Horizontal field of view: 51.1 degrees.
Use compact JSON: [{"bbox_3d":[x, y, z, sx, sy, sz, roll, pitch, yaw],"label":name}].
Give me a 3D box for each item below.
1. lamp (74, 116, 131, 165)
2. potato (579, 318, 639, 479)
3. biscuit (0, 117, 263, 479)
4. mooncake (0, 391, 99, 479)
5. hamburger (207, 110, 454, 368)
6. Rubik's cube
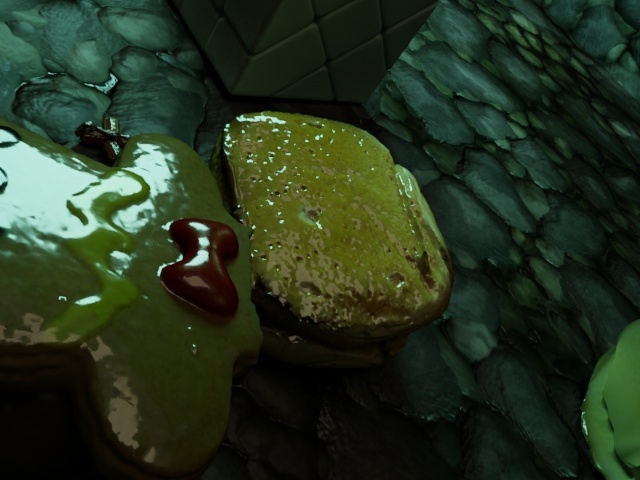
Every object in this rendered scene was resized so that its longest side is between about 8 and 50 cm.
[{"bbox_3d":[-0.252,-0.116,0.826,0.083,0.031,0.063,47,41,2],"label":"lamp"},{"bbox_3d":[0.506,0.270,0.913,0.242,0.242,0.285,25,35,-16],"label":"potato"},{"bbox_3d":[-0.223,-0.012,0.516,0.394,0.076,0.368,22,37,-24],"label":"biscuit"},{"bbox_3d":[-0.228,0.084,0.586,0.245,0.133,0.245,25,35,-19],"label":"mooncake"},{"bbox_3d":[-0.005,-0.006,0.796,0.284,0.174,0.304,10,48,-30],"label":"hamburger"},{"bbox_3d":[-0.025,-0.443,1.076,0.322,0.319,0.316,-9,59,-43],"label":"Rubik's cube"}]
